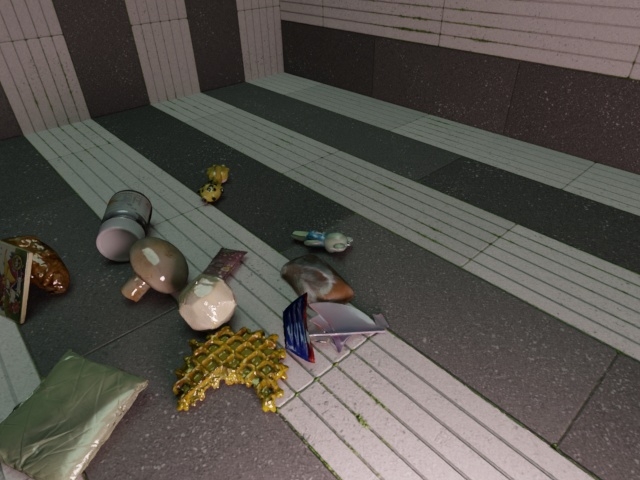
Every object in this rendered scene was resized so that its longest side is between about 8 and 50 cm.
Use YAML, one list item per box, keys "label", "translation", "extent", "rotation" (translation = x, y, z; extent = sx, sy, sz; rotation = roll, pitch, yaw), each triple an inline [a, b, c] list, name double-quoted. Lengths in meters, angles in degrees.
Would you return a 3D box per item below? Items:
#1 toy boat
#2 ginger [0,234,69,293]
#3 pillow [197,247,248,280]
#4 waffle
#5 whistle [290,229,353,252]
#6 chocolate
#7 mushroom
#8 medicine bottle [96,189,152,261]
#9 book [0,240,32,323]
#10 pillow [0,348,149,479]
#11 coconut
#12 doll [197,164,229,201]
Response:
- label: "toy boat"
  translation: [0.028, 0.224, 1.238]
  extent: [0.317, 0.072, 0.219]
  rotation: [-19, 51, -26]
- label: "ginger"
  translation: [-0.967, 0.073, 1.409]
  extent: [0.320, 0.173, 0.165]
  rotation: [14, 32, 22]
- label: "pillow"
  translation: [-0.335, 0.085, 1.485]
  extent: [0.117, 0.043, 0.185]
  rotation: [5, 32, 20]
- label: "waffle"
  translation: [-0.228, 0.322, 1.124]
  extent: [0.292, 0.069, 0.260]
  rotation: [0, 36, -1]
- label: "whistle"
  translation: [0.000, 0.000, 1.570]
  extent: [0.235, 0.077, 0.114]
  rotation: [9, 27, 24]
- label: "chocolate"
  translation: [-0.015, 0.116, 1.394]
  extent: [0.156, 0.080, 0.254]
  rotation: [-21, 40, -26]
- label: "mushroom"
  translation: [-0.522, 0.101, 1.376]
  extent: [0.206, 0.210, 0.206]
  rotation: [17, 10, -3]
- label: "medicine bottle"
  translation: [-0.722, -0.060, 1.593]
  extent: [0.164, 0.165, 0.273]
  rotation: [-8, 35, -9]
- label: "book"
  translation: [-1.021, 0.106, 1.338]
  extent: [0.322, 0.229, 0.018]
  rotation: [14, 7, 21]
- label: "pillow"
  translation: [-0.592, 0.408, 1.010]
  extent: [0.274, 0.076, 0.281]
  rotation: [10, 43, 20]
- label: "coconut"
  translation: [-0.320, 0.186, 1.244]
  extent: [0.161, 0.162, 0.161]
  rotation: [-39, 16, 14]
- label: "doll"
  translation: [-0.482, -0.262, 1.940]
  extent: [0.117, 0.086, 0.291]
  rotation: [1, 37, -4]
